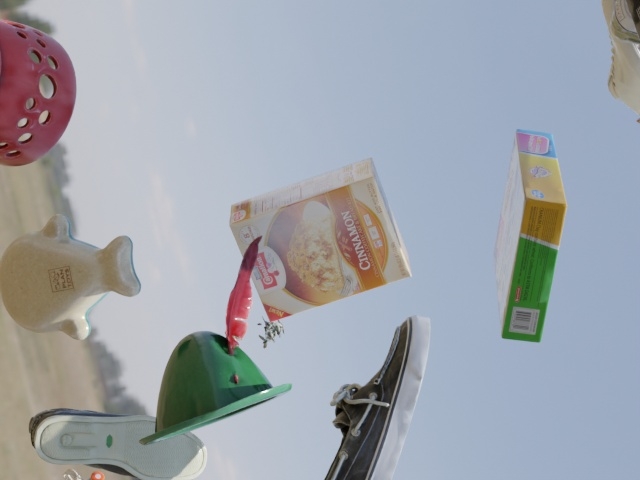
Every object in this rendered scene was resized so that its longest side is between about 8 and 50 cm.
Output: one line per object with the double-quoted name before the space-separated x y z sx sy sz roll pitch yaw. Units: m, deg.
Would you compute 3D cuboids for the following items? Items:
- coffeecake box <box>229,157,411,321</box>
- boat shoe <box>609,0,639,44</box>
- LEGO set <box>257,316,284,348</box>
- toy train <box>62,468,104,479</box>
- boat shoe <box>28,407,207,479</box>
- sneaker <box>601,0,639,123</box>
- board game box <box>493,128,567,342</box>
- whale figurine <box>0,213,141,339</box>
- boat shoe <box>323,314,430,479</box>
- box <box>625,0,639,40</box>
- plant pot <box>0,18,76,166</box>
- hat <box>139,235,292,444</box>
"coffeecake box" 0.000 0.000 1.801 0.068 0.186 0.142 -91 161 -66
"boat shoe" 0.564 -0.313 2.113 0.094 0.302 0.109 119 -19 -78
"LEGO set" -0.075 0.134 2.376 0.023 0.054 0.083 6 -84 50
"toy train" -0.308 0.399 2.062 0.125 0.046 0.166 -10 -66 41
"boat shoe" -0.259 0.258 1.896 0.079 0.233 0.084 -174 -84 -67
"sneaker" 0.485 -0.282 2.319 0.123 0.106 0.290 -2 -44 41
"board game box" 0.335 -0.015 2.385 0.316 0.064 0.242 -80 177 -65
"whale figurine" -0.412 0.060 2.504 0.141 0.272 0.216 -11 89 -64
"boat shoe" 0.061 0.229 1.899 0.113 0.105 0.306 100 9 -74
"box" 0.414 -0.141 1.288 0.322 0.257 0.079 -91 -155 -50
"plant pot" -0.447 -0.203 1.942 0.174 0.191 0.191 12 57 -59
"hat" -0.137 0.106 1.593 0.208 0.173 0.183 11 58 -77
